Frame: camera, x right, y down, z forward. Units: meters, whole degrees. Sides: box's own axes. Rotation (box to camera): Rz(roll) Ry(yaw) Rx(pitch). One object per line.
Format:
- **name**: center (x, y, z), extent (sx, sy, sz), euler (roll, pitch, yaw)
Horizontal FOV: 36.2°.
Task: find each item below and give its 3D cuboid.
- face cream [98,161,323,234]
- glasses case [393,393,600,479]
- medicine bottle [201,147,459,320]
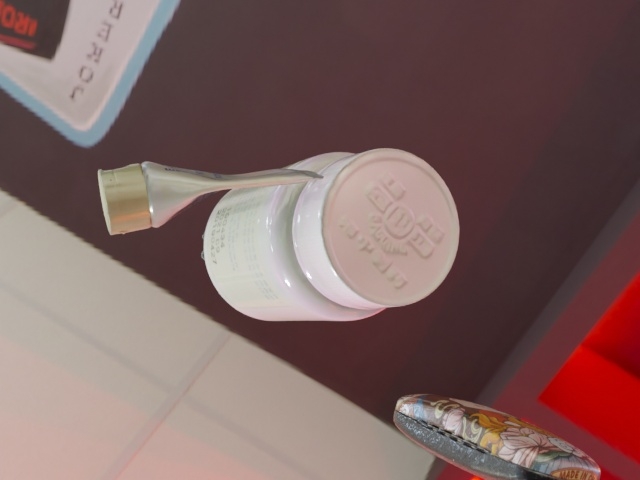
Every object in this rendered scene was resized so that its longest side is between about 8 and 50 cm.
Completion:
- **face cream**: center (-0.117, -0.059, 1.037), extent (0.224, 0.070, 0.114), euler (-11, -169, -15)
- **glasses case**: center (0.210, 0.253, 1.225), extent (0.122, 0.082, 0.321), euler (14, 178, -29)
- **medicine bottle**: center (0.000, 0.000, 1.273), extent (0.214, 0.379, 0.213), euler (2, -94, -25)
